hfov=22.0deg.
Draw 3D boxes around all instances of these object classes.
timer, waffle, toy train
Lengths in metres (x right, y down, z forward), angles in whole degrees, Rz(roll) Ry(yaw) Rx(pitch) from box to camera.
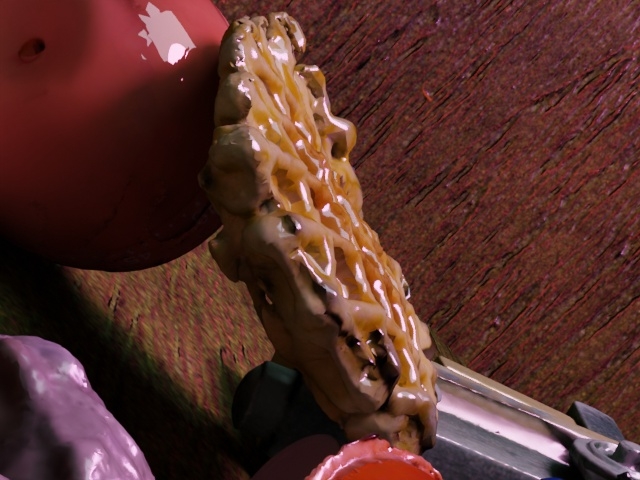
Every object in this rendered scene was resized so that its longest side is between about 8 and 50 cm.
[{"bbox_3d":[-0.159,-0.092,1.183,0.229,0.229,0.215,52,2,32],"label":"timer"},{"bbox_3d":[0.000,0.000,1.106,0.317,0.073,0.297,61,13,-23],"label":"waffle"},{"bbox_3d":[0.116,0.175,1.350,0.397,0.160,0.253,23,11,-7],"label":"toy train"}]

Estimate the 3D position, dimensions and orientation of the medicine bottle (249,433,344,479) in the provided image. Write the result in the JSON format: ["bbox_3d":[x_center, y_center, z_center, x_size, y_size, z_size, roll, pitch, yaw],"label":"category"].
[{"bbox_3d":[0.069,0.262,1.109,0.296,0.111,0.161,47,14,-22],"label":"medicine bottle"}]

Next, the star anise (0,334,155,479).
[{"bbox_3d":[-0.071,0.157,0.532,0.359,0.139,0.316,-83,163,-57],"label":"star anise"}]

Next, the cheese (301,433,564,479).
[{"bbox_3d":[0.062,0.214,0.943,0.329,0.129,0.217,-6,90,-50],"label":"cheese"}]
